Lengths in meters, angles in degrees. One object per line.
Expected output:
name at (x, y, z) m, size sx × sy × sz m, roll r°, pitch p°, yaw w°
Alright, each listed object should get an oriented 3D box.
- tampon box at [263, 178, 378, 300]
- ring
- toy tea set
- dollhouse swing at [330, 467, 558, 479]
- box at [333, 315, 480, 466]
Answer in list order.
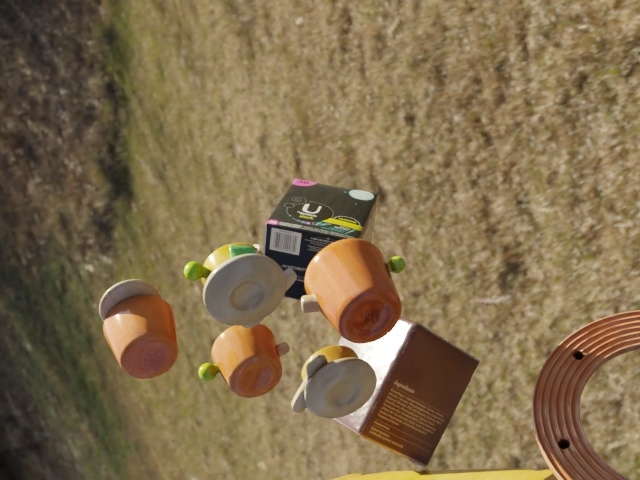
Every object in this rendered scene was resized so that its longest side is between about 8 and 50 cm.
tampon box at (0.000, 0.000, 1.349) m, size 0.121 × 0.161 × 0.101 m, roll 11°, pitch 117°, yaw 8°
ring at (0.431, 0.222, 1.257) m, size 0.337 × 0.337 × 0.032 m, roll 36°, pitch 149°, yaw 36°
toy tea set at (-0.067, 0.071, 1.102) m, size 0.200 × 0.336 × 0.124 m, roll -62°, pitch 33°, yaw 23°
dollhouse swing at (0.157, 0.495, 1.442) m, size 0.347 × 0.315 × 0.304 m, roll -8°, pitch 82°, yaw 24°
box at (0.120, 0.237, 1.705) m, size 0.168 × 0.167 × 0.203 m, roll 20°, pitch 80°, yaw 57°
